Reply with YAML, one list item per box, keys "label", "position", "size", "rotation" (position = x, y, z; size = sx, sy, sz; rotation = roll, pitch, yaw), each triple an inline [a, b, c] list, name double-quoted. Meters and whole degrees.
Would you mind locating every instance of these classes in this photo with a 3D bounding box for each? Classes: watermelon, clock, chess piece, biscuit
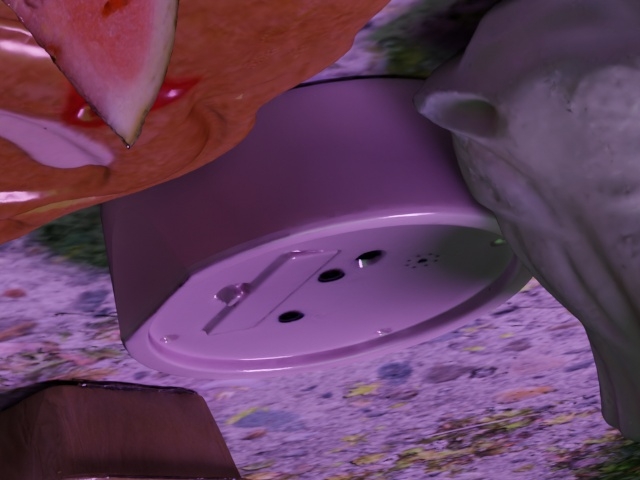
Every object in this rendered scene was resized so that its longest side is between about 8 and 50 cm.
- label: "watermelon"
  position: [-0.098, -0.102, 0.490]
  size: [0.069, 0.087, 0.163]
  rotation: [7, 155, 28]
- label: "clock"
  position: [0.000, 0.000, 0.809]
  size: [0.197, 0.068, 0.197]
  rotation: [-11, 159, -4]
- label: "chess piece"
  position: [0.170, 0.020, 0.698]
  size: [0.176, 0.298, 0.176]
  rotation: [-28, -166, 8]
- label: "biscuit"
  position: [-0.127, -0.047, 0.643]
  size: [0.334, 0.047, 0.202]
  rotation: [-22, 157, 22]

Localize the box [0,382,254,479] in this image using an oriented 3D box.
- label: "box"
  position: [-0.125, 0.147, 1.063]
  size: [0.111, 0.111, 0.177]
  rotation: [-29, 154, 36]
